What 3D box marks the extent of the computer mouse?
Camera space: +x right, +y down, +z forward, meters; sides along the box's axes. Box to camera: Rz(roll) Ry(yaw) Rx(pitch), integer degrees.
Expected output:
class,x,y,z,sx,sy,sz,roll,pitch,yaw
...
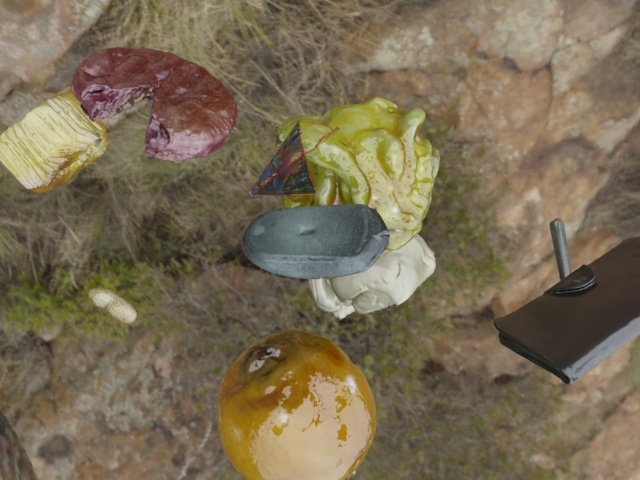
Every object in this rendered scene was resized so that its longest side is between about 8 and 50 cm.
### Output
class,x,y,z,sx,sy,sz,roll,pitch,yaw
computer mouse,0.000,0.003,1.151,0.068,0.228,0.113,69,25,-54

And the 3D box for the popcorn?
class,x,y,z,sx,sy,sz,roll,pitch,yaw
popcorn,0.057,-0.110,1.369,0.290,0.321,0.326,-14,143,21

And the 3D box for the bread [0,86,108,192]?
class,x,y,z,sx,sy,sz,roll,pitch,yaw
bread,-0.465,-0.173,1.391,0.179,0.250,0.133,-34,107,-6

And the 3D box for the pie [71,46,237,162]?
class,x,y,z,sx,sy,sz,roll,pitch,yaw
pie,-0.218,-0.188,1.080,0.204,0.218,0.054,-34,157,-47

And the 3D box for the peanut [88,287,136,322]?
class,x,y,z,sx,sy,sz,roll,pitch,yaw
peanut,-0.325,0.100,1.248,0.083,0.037,0.037,29,98,2

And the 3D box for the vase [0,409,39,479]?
class,x,y,z,sx,sy,sz,roll,pitch,yaw
vase,-0.252,0.218,0.462,0.302,0.329,0.241,41,90,-24

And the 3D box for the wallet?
class,x,y,z,sx,sy,sz,roll,pitch,yaw
wallet,0.484,0.101,1.348,0.377,0.197,0.051,-28,119,-19

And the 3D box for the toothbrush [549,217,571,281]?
class,x,y,z,sx,sy,sz,roll,pitch,yaw
toothbrush,0.465,0.083,1.498,0.030,0.297,0.030,13,146,-19

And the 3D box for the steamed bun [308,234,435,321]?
class,x,y,z,sx,sy,sz,roll,pitch,yaw
steamed bun,0.101,0.036,1.728,0.275,0.320,0.206,-31,98,-35

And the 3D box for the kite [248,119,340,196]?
class,x,y,z,sx,sy,sz,roll,pitch,yaw
kite,-0.036,-0.105,1.092,0.159,0.190,0.010,-34,127,18

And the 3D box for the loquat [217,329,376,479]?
class,x,y,z,sx,sy,sz,roll,pitch,yaw
loquat,-0.050,0.344,1.593,0.328,0.328,0.329,-16,122,-28
